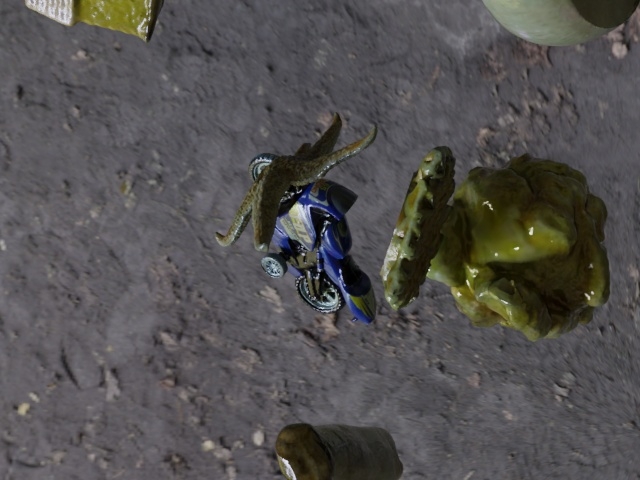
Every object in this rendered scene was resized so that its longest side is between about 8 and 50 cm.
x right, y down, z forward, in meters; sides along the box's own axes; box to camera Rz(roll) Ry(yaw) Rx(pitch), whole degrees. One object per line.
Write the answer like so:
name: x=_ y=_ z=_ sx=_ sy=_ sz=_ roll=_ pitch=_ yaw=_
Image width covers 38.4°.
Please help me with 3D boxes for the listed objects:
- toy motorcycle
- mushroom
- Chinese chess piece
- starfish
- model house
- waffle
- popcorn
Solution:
toy motorcycle: x=0.000 y=0.000 z=1.399 sx=0.169 sy=0.315 sz=0.113 roll=2 pitch=39 yaw=34
mushroom: x=0.030 y=0.315 z=1.329 sx=0.081 sy=0.312 sz=0.099 roll=-25 pitch=68 yaw=20
Chinese chess piece: x=0.232 y=-0.302 z=0.884 sx=0.092 sy=0.238 sz=0.237 roll=1 pitch=78 yaw=45
starfish: x=-0.026 y=-0.062 z=0.901 sx=0.217 sy=0.050 sz=0.223 roll=-24 pitch=28 yaw=30
model house: x=-0.353 y=-0.433 z=1.414 sx=0.235 sy=0.193 sz=0.174 roll=6 pitch=41 yaw=-9
waffle: x=0.126 y=-0.018 z=1.188 sx=0.054 sy=0.204 sz=0.223 roll=18 pitch=87 yaw=15
popcorn: x=0.310 y=0.012 z=1.387 sx=0.274 sy=0.335 sz=0.279 roll=29 pitch=82 yaw=13
